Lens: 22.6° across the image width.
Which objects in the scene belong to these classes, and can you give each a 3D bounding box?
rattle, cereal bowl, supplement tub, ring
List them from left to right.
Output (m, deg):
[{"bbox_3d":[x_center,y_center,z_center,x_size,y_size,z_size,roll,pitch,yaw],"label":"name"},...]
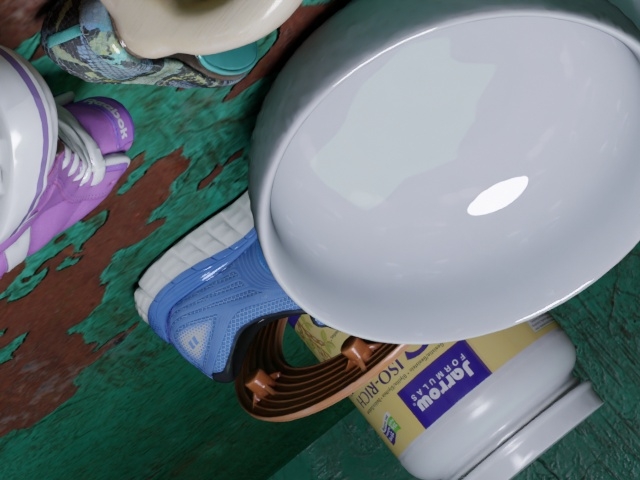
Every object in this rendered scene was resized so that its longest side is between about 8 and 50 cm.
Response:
[{"bbox_3d":[-0.010,-0.166,0.743,0.199,0.130,0.142,-31,163,26],"label":"rattle"},{"bbox_3d":[0.033,0.027,1.502,0.336,0.032,0.336,-39,-156,21],"label":"ring"},{"bbox_3d":[0.135,0.118,1.802,0.241,0.331,0.241,-37,168,-9],"label":"supplement tub"},{"bbox_3d":[0.101,-0.082,1.240,0.339,0.141,0.339,-10,137,-9],"label":"cereal bowl"}]

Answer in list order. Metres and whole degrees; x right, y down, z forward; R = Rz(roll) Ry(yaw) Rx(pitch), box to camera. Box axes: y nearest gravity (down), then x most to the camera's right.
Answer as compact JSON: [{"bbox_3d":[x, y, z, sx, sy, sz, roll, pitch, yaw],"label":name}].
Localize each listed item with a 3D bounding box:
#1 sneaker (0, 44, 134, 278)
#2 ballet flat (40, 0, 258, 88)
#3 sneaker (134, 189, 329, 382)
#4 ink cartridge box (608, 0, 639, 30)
[{"bbox_3d":[-0.161,-0.056,0.851,0.161,0.102,0.282,-37,179,-29],"label":"sneaker"},{"bbox_3d":[-0.099,-0.116,0.910,0.070,0.070,0.188,-43,166,16],"label":"ballet flat"},{"bbox_3d":[0.000,0.000,1.405,0.330,0.147,0.130,-42,168,8],"label":"sneaker"},{"bbox_3d":[0.319,-0.243,1.337,0.168,0.171,0.232,-47,158,22],"label":"ink cartridge box"}]
